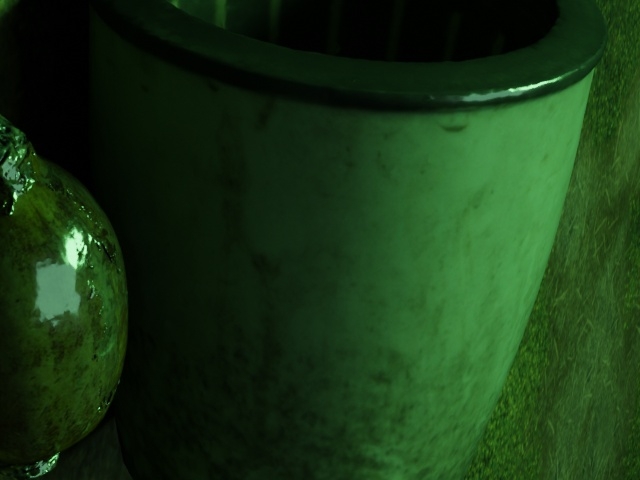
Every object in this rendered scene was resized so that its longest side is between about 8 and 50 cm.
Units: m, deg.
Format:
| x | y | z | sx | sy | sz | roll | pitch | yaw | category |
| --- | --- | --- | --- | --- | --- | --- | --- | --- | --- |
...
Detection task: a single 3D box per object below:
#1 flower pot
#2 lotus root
| x | y | z | sx | sy | sz | roll | pitch | yaw | category |
| --- | --- | --- | --- | --- | --- | --- | --- | --- | --- |
| 0.000 | 0.000 | 1.132 | 0.293 | 0.294 | 0.330 | -41 | 142 | -57 | flower pot |
| -0.155 | 0.029 | 0.985 | 0.120 | 0.120 | 0.209 | -49 | 144 | -52 | lotus root |
